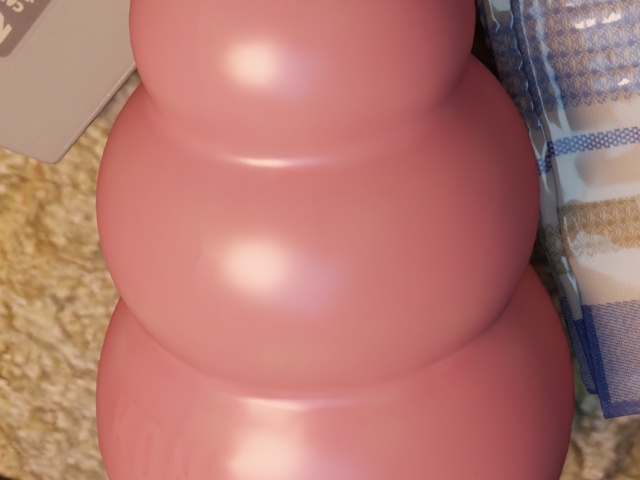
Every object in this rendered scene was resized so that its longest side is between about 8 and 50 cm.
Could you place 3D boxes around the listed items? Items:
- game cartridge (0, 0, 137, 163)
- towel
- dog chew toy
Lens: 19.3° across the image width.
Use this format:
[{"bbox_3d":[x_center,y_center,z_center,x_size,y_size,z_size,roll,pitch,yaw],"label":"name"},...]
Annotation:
[{"bbox_3d":[-0.190,-0.169,0.788,0.297,0.062,0.198,36,130,-13],"label":"game cartridge"},{"bbox_3d":[0.176,-0.062,0.764,0.209,0.034,0.285,-9,114,20],"label":"towel"},{"bbox_3d":[0.000,0.000,0.765,0.207,0.206,0.332,3,126,11],"label":"dog chew toy"}]
